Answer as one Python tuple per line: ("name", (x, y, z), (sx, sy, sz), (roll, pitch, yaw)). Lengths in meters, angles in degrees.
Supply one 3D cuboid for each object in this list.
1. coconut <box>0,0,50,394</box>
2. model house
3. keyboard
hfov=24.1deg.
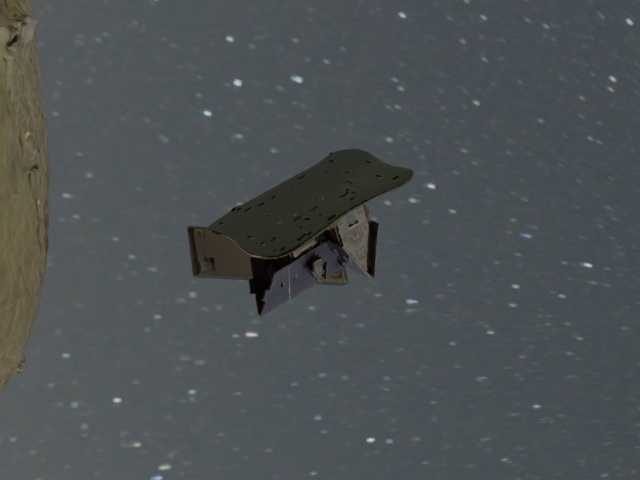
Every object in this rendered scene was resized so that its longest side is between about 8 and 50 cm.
("coconut", (-0.267, -0.037, 0.555), (0.346, 0.346, 0.360), (36, -44, 24))
("model house", (0.000, 0.000, 1.333), (0.117, 0.167, 0.088), (24, -42, 50))
("keyboard", (-0.053, 0.017, 1.518), (0.014, 0.176, 0.055), (-39, -125, 50))
